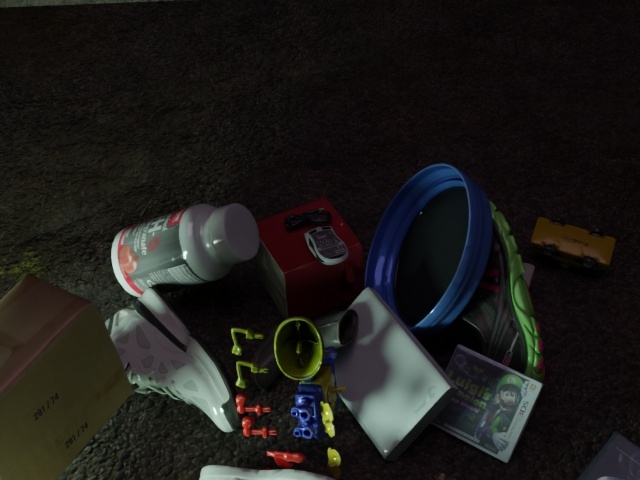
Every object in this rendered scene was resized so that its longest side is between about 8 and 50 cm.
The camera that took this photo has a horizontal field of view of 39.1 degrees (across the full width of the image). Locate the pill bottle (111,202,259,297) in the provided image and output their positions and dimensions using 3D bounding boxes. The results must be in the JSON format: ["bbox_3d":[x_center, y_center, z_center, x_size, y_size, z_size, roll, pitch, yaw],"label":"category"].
[{"bbox_3d":[-0.301,0.017,2.033,0.319,0.176,0.176,-15,37,30],"label":"pill bottle"}]

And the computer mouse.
[{"bbox_3d":[0.000,0.000,1.959,0.106,0.042,0.193,-14,42,-16],"label":"computer mouse"}]

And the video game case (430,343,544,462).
[{"bbox_3d":[0.327,0.326,1.812,0.190,0.022,0.173,24,88,25],"label":"video game case"}]

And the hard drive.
[{"bbox_3d":[0.123,0.269,1.855,0.203,0.040,0.307,-51,49,13],"label":"hard drive"}]

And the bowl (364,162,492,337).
[{"bbox_3d":[0.232,0.028,1.966,0.077,0.391,0.391,20,39,-24],"label":"bowl"}]

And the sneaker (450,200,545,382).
[{"bbox_3d":[0.340,0.101,1.944,0.202,0.185,0.482,-12,62,6],"label":"sneaker"}]

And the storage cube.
[{"bbox_3d":[-0.029,0.048,2.068,0.193,0.183,0.215,-20,47,-16],"label":"storage cube"}]

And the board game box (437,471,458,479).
[{"bbox_3d":[0.238,0.558,1.635,0.165,0.042,0.243,23,50,24],"label":"board game box"}]

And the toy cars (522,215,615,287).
[{"bbox_3d":[0.493,0.050,2.114,0.394,0.087,0.176,-17,58,-8],"label":"toy cars"}]

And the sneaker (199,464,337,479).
[{"bbox_3d":[-0.101,0.515,1.662,0.293,0.108,0.169,-1,45,15],"label":"sneaker"}]

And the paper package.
[{"bbox_3d":[-0.532,0.279,1.631,0.168,0.309,0.325,19,51,24],"label":"paper package"}]

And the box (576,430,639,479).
[{"bbox_3d":[0.536,0.554,1.470,0.343,0.179,0.312,35,75,32],"label":"box"}]

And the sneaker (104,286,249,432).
[{"bbox_3d":[-0.346,0.300,1.874,0.257,0.169,0.447,-34,44,-17],"label":"sneaker"}]

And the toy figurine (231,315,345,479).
[{"bbox_3d":[-0.042,0.283,1.781,0.191,0.362,0.217,-4,17,16],"label":"toy figurine"}]

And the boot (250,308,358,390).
[{"bbox_3d":[-0.033,0.230,1.898,0.208,0.076,0.189,-7,42,34],"label":"boot"}]
